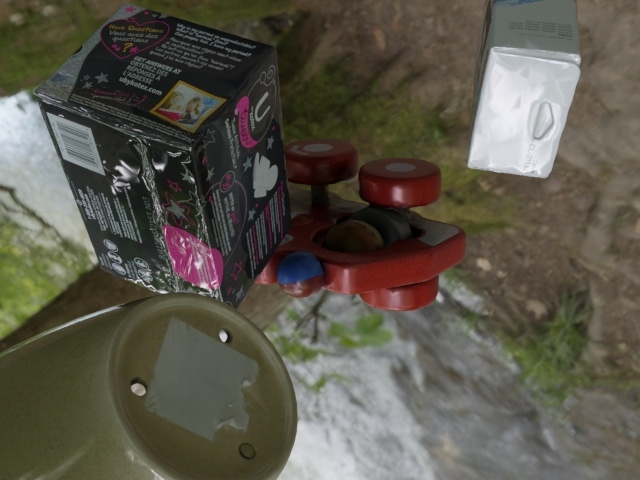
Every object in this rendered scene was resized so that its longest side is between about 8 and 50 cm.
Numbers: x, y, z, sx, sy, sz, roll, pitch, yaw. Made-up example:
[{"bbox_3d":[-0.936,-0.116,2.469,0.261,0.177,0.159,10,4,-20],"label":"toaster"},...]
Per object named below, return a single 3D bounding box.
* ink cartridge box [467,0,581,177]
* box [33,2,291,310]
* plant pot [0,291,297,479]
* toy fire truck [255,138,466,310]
[{"bbox_3d":[0.176,-0.160,0.759,0.072,0.175,0.127,8,136,5],"label":"ink cartridge box"},{"bbox_3d":[-0.132,-0.069,0.808,0.163,0.142,0.247,21,145,18],"label":"box"},{"bbox_3d":[-0.145,0.153,0.580,0.256,0.256,0.274,50,129,3],"label":"plant pot"},{"bbox_3d":[0.000,0.000,1.023,0.302,0.254,0.169,18,119,37],"label":"toy fire truck"}]
